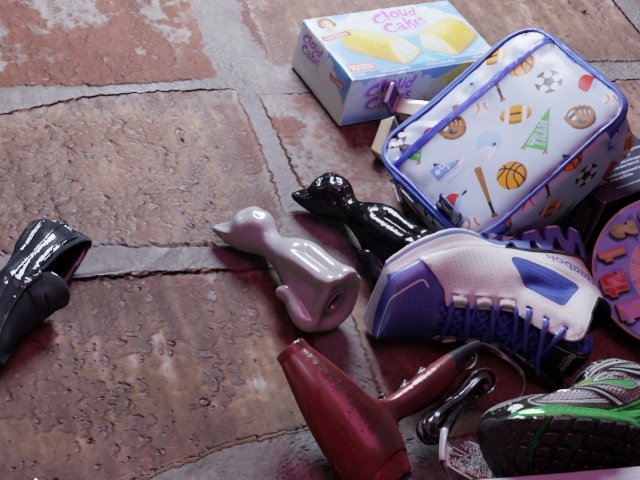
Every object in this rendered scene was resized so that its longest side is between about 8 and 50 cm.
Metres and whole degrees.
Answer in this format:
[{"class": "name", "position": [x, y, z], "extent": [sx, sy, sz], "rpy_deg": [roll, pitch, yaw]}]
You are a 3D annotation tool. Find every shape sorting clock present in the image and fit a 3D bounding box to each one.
[{"class": "shape sorting clock", "position": [0.447, 0.038, 1.523], "extent": [0.206, 0.040, 0.206], "rpy_deg": [-3, 71, 9]}]

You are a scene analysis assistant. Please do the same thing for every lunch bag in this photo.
[{"class": "lunch bag", "position": [0.233, -0.124, 1.573], "extent": [0.303, 0.115, 0.243], "rpy_deg": [-39, 57, -2]}]

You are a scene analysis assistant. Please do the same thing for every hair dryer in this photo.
[{"class": "hair dryer", "position": [0.084, 0.188, 1.321], "extent": [0.293, 0.080, 0.224], "rpy_deg": [23, 46, -13]}]

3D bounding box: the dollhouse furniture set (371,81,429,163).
[{"class": "dollhouse furniture set", "position": [0.130, -0.147, 1.694], "extent": [0.081, 0.091, 0.114], "rpy_deg": [12, 69, 23]}]

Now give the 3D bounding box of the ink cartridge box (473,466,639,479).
[{"class": "ink cartridge box", "position": [0.303, 0.358, 1.122], "extent": [0.330, 0.071, 0.324], "rpy_deg": [-6, 43, -3]}]

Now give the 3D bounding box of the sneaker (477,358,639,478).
[{"class": "sneaker", "position": [0.301, 0.207, 1.337], "extent": [0.343, 0.134, 0.146], "rpy_deg": [4, 32, -36]}]

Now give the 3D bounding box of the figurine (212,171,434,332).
[{"class": "figurine", "position": [0.000, 0.000, 1.495], "extent": [0.214, 0.092, 0.209], "rpy_deg": [-24, 48, -34]}]

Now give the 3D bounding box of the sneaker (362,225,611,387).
[{"class": "sneaker", "position": [0.227, 0.084, 1.436], "extent": [0.315, 0.127, 0.182], "rpy_deg": [-8, 46, -26]}]

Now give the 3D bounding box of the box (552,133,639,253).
[{"class": "box", "position": [0.361, -0.098, 1.677], "extent": [0.153, 0.108, 0.207], "rpy_deg": [-18, 52, -31]}]

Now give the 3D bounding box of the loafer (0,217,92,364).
[{"class": "loafer", "position": [-0.318, 0.055, 1.337], "extent": [0.078, 0.076, 0.223], "rpy_deg": [11, 39, 5]}]

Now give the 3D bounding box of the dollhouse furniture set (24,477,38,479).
[{"class": "dollhouse furniture set", "position": [-0.155, 0.299, 1.046], "extent": [0.374, 0.201, 0.152], "rpy_deg": [-13, 50, -27]}]

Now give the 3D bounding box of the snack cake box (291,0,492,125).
[{"class": "snack cake box", "position": [0.111, -0.267, 1.789], "extent": [0.264, 0.089, 0.152], "rpy_deg": [-14, 52, -29]}]
